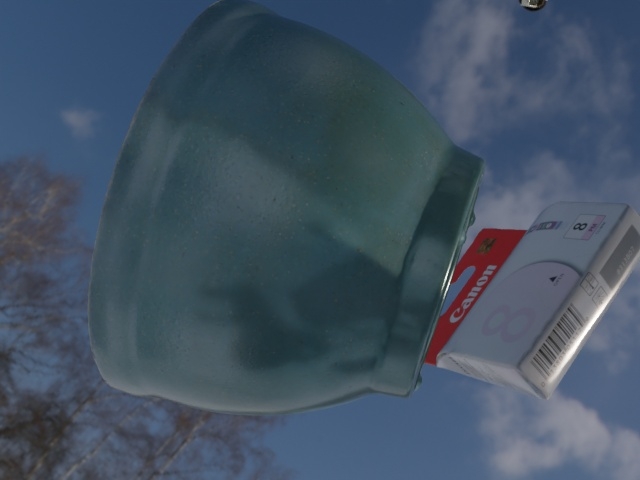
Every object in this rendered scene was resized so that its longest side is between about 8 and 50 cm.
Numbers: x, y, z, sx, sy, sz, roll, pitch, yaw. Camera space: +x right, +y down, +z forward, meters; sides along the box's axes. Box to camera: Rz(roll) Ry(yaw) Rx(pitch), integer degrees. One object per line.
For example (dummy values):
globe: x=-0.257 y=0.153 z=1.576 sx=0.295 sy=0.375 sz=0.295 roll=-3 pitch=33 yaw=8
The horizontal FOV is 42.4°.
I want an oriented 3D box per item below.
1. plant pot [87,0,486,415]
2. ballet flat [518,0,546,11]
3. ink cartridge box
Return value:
plant pot: x=0.000 y=0.000 z=0.583 sx=0.196 sy=0.293 sz=0.293 roll=18 pitch=-36 yaw=11
ballet flat: x=0.332 y=-0.412 z=1.309 sx=0.074 sy=0.074 sz=0.203 roll=29 pitch=6 yaw=18
ink cartridge box: x=0.173 y=0.045 z=0.800 sx=0.066 sy=0.189 sz=0.232 roll=48 pitch=-19 yaw=-27
